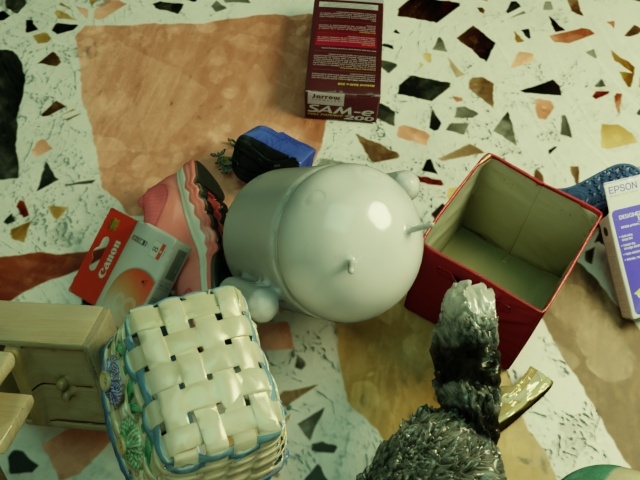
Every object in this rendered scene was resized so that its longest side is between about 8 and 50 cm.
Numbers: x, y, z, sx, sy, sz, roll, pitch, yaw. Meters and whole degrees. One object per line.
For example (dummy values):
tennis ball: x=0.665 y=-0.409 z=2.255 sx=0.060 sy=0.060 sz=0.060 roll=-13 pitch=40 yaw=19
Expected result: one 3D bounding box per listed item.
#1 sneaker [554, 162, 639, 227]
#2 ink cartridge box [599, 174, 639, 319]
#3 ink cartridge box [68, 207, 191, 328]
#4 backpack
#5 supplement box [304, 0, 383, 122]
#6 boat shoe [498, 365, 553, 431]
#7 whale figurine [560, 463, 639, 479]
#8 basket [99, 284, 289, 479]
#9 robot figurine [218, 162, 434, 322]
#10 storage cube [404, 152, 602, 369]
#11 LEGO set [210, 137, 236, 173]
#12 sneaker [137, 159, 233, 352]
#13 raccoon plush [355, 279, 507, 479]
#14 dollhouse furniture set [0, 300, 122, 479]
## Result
sneaker: x=0.392 y=-0.046 z=1.247 sx=0.232 sy=0.090 sz=0.081 roll=-16 pitch=59 yaw=12
ink cartridge box: x=0.528 y=-0.005 z=1.187 sx=0.206 sy=0.045 sz=0.208 roll=-12 pitch=91 yaw=-10
ink cartridge box: x=-0.283 y=0.037 z=1.122 sx=0.179 sy=0.045 sz=0.145 roll=24 pitch=86 yaw=30
backpack: x=-0.076 y=-0.125 z=1.263 sx=0.120 sy=0.098 sz=0.101 roll=25 pitch=31 yaw=13
supplement box: x=0.044 y=-0.325 z=1.402 sx=0.130 sy=0.073 sz=0.239 roll=5 pitch=57 yaw=1
boat shoe: x=0.260 y=0.221 z=1.089 sx=0.135 sy=0.050 sz=0.045 roll=-28 pitch=59 yaw=-29
whale figurine: x=0.310 y=0.392 z=0.918 sx=0.141 sy=0.216 sz=0.272 roll=1 pitch=51 yaw=43
basket: x=-0.152 y=0.192 z=0.937 sx=0.201 sy=0.289 sz=0.255 roll=-15 pitch=64 yaw=-16
robot figurine: x=0.000 y=0.000 z=1.049 sx=0.300 sy=0.353 sz=0.200 roll=-42 pitch=110 yaw=-20
storage cube: x=0.248 y=0.033 z=1.118 sx=0.183 sy=0.193 sz=0.215 roll=31 pitch=63 yaw=16
LEGO set: x=-0.151 y=-0.134 z=1.309 sx=0.054 sy=0.023 sz=0.083 roll=31 pitch=49 yaw=14
sneaker: x=-0.196 y=0.039 z=1.165 sx=0.136 sy=0.116 sz=0.314 roll=-21 pitch=62 yaw=14
raccoon plush: x=0.057 y=0.275 z=0.945 sx=0.299 sy=0.216 sz=0.447 roll=1 pitch=63 yaw=3
dollhouse furniture set: x=-0.406 y=0.251 z=0.871 sx=0.256 sy=0.362 sz=0.394 roll=2 pitch=37 yaw=11
